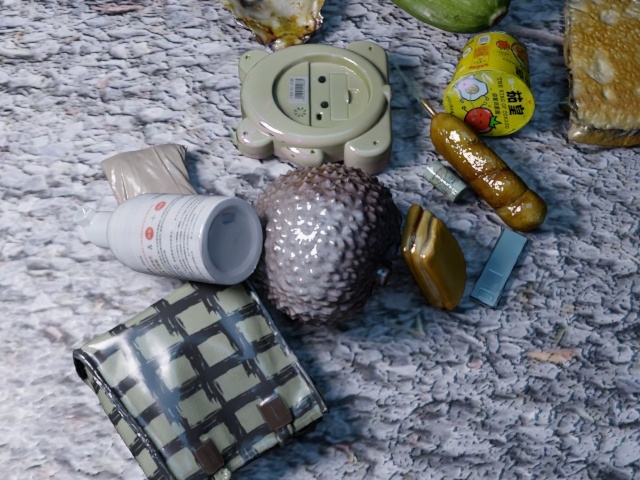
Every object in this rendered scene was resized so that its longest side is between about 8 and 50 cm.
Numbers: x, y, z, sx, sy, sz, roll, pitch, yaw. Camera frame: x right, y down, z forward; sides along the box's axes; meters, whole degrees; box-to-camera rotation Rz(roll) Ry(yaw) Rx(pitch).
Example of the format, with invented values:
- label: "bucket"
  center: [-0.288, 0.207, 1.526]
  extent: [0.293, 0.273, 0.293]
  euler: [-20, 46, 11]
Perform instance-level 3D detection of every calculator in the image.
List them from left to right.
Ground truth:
- label: "calculator"
  center: [0.341, 0.053, 1.737]
  extent: [0.057, 0.018, 0.172]
  euler: [27, 65, 8]

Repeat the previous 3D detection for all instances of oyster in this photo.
- label: "oyster"
  center: [-0.147, -0.541, 1.955]
  extent: [0.361, 0.096, 0.221]
  euler: [33, 71, 12]

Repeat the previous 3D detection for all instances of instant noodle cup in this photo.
- label: "instant noodle cup"
  center: [0.346, -0.324, 1.846]
  extent: [0.182, 0.182, 0.144]
  euler: [12, 54, 2]

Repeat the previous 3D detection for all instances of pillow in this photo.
- label: "pillow"
  center: [-0.292, -0.067, 1.720]
  extent: [0.173, 0.067, 0.270]
  euler: [-23, 72, -8]

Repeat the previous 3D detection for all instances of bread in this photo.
- label: "bread"
  center: [0.205, 0.031, 1.642]
  extent: [0.077, 0.200, 0.116]
  euler: [3, 56, 30]
- label: "bread"
  center: [0.307, -0.149, 1.787]
  extent: [0.084, 0.124, 0.344]
  euler: [-43, 75, 3]

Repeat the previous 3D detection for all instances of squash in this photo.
- label: "squash"
  center: [0.282, -0.582, 1.925]
  extent: [0.309, 0.310, 0.310]
  euler: [44, 68, -1]

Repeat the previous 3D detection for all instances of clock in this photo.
- label: "clock"
  center: [-0.012, -0.271, 1.824]
  extent: [0.309, 0.114, 0.284]
  euler: [0, 65, -2]

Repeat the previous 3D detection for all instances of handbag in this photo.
- label: "handbag"
  center: [-0.192, 0.243, 1.527]
  extent: [0.325, 0.163, 0.327]
  euler: [-31, 72, -21]

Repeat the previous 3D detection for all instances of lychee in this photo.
- label: "lychee"
  center: [0.001, 0.000, 1.593]
  extent: [0.299, 0.300, 0.300]
  euler: [2, 64, -3]

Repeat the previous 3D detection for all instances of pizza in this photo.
- label: "pizza"
  center: [0.653, -0.332, 1.920]
  extent: [0.434, 0.080, 0.392]
  euler: [30, 65, 12]

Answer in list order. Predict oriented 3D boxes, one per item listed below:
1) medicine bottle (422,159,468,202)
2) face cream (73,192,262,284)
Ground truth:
- label: "medicine bottle"
  center: [0.246, -0.117, 1.799]
  extent: [0.047, 0.047, 0.083]
  euler: [-40, 73, -21]
- label: "face cream"
  center: [-0.278, -0.012, 1.569]
  extent: [0.369, 0.145, 0.145]
  euler: [6, 56, 41]
